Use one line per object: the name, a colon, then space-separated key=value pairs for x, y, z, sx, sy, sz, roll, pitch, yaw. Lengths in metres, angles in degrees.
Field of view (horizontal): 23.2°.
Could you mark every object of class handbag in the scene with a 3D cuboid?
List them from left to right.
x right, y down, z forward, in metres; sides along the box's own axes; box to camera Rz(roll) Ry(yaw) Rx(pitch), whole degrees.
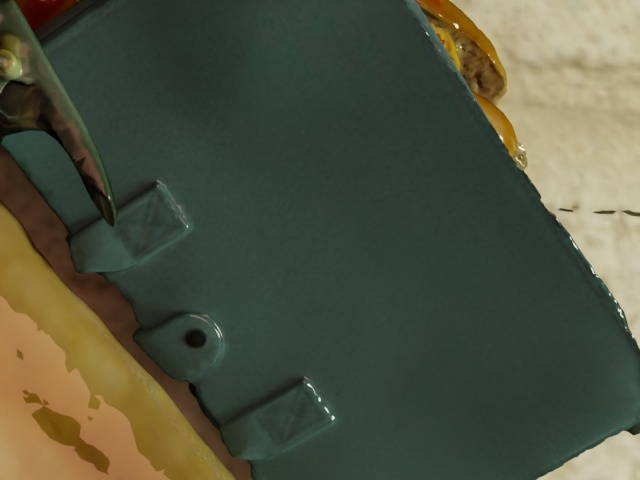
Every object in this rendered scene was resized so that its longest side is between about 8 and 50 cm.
handbag: x=0.000 y=0.000 z=0.526 sx=0.144 sy=0.057 sz=0.221 roll=-33 pitch=108 yaw=10

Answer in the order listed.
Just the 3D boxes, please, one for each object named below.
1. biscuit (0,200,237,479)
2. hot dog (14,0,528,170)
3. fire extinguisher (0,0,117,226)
biscuit: x=-0.137 y=0.122 z=0.499 sx=0.237 sy=0.062 sz=0.291 roll=-44 pitch=94 yaw=-18
hot dog: x=-0.032 y=-0.080 z=0.561 sx=0.250 sy=0.076 sz=0.104 roll=26 pitch=74 yaw=-10
fire extinguisher: x=-0.217 y=-0.044 z=0.448 sx=0.311 sy=0.095 sz=0.115 roll=-4 pitch=80 yaw=-3
